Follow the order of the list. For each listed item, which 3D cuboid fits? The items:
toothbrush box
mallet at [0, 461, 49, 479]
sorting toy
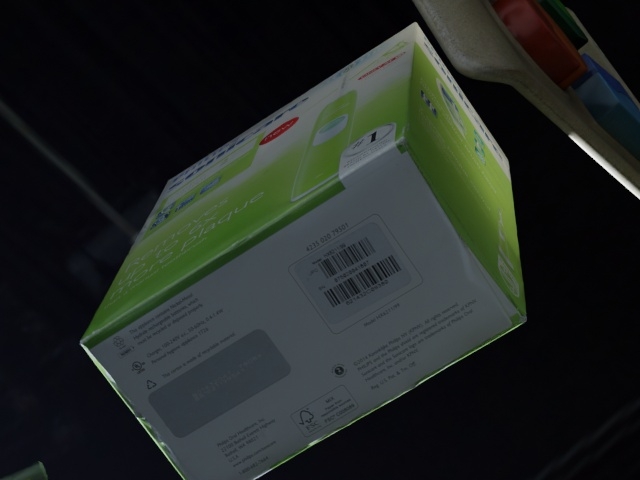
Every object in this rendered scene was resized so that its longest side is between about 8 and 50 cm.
[{"bbox_3d":[0.000,0.000,0.917,0.206,0.122,0.283,-31,-167,15],"label":"toothbrush box"},{"bbox_3d":[-0.248,0.177,0.899,0.189,0.062,0.039,-12,-156,-16],"label":"mallet"},{"bbox_3d":[0.107,-0.157,0.934,0.041,0.229,0.307,-43,-133,20],"label":"sorting toy"}]
